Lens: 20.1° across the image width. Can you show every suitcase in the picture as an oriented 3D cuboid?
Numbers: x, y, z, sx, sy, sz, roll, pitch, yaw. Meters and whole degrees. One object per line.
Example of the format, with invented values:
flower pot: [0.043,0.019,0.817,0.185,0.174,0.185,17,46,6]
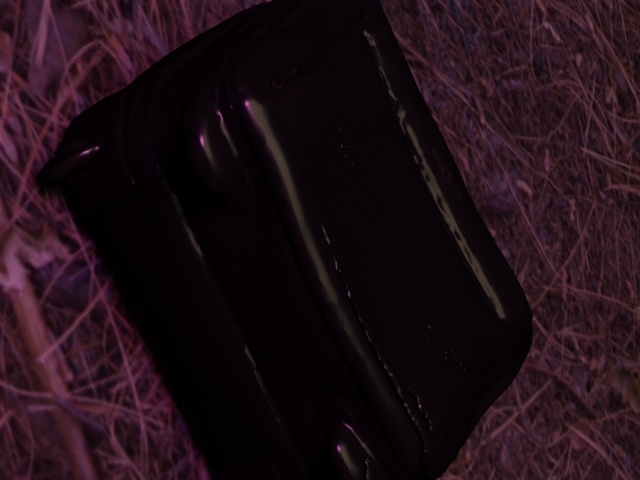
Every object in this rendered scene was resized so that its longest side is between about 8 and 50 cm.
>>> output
suitcase: [0.000,0.000,1.333,0.345,0.188,0.339,63,32,-11]
